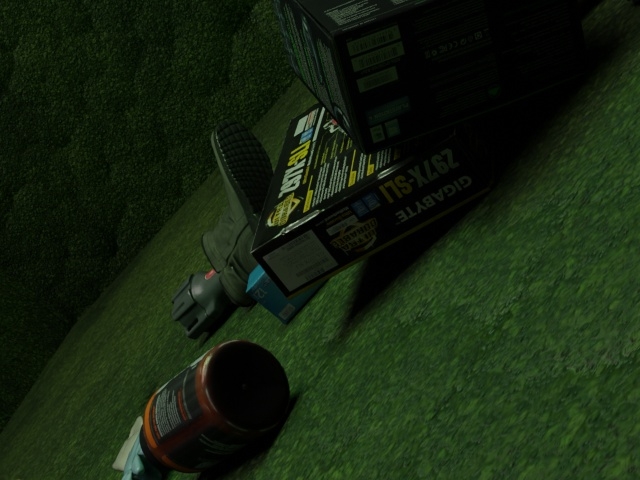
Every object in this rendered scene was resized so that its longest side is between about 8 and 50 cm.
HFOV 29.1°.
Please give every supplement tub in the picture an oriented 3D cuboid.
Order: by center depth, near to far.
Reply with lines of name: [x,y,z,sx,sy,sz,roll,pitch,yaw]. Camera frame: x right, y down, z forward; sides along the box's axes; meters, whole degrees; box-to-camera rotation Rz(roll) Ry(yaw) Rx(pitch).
supplement tub: [-0.122,0.184,1.310,0.198,0.106,0.106,-38,16,48]

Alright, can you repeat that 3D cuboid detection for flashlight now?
flashlight: [-0.118,0.017,1.888,0.304,0.103,0.103,-45,-10,30]

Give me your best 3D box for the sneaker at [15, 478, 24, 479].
sneaker: [-0.505,0.477,1.955,0.215,0.083,0.084,-57,14,-24]

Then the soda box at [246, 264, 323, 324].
soda box: [0.000,0.000,1.537,0.210,0.067,0.071,-47,11,13]

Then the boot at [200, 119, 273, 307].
boot: [-0.129,-0.035,1.783,0.083,0.246,0.161,-11,-18,-46]

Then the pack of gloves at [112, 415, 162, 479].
pack of gloves: [-0.250,0.329,1.573,0.195,0.046,0.232,-64,10,-8]

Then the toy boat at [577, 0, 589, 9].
toy boat: [0.292,-0.345,1.405,0.151,0.151,0.231,-18,-18,-49]

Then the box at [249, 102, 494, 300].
box: [0.066,-0.102,1.367,0.257,0.079,0.322,-32,23,23]

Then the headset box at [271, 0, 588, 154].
headset box: [0.096,-0.232,1.275,0.246,0.131,0.283,-21,30,-8]
